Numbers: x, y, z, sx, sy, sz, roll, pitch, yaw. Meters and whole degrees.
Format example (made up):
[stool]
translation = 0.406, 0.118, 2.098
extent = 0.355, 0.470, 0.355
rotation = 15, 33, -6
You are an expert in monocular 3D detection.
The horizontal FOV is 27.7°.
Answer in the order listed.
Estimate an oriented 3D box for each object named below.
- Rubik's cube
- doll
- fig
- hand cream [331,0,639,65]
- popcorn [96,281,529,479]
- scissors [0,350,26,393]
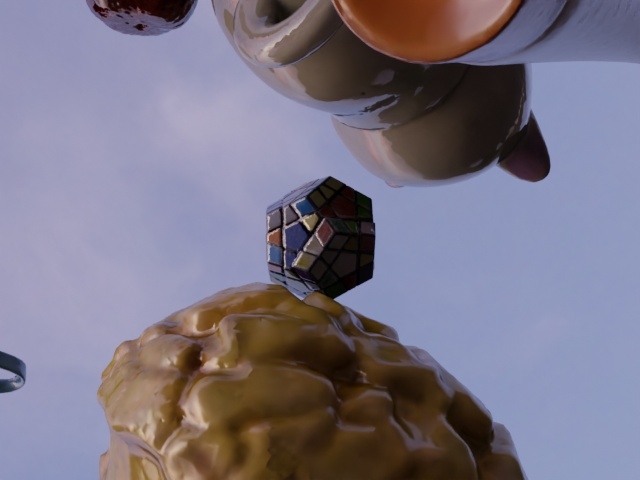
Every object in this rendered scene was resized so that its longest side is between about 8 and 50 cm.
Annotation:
[Rubik's cube]
translation = 0.000, 0.000, 1.109
extent = 0.111, 0.093, 0.111
rotation = -15, -58, -25
[doll]
translation = 0.053, -0.186, 1.136
extent = 0.370, 0.215, 0.226
rotation = 29, -119, -52
[fig]
translation = -0.179, -0.275, 1.339
extent = 0.119, 0.153, 0.119
rotation = 3, -42, 3
[hand cream]
translation = 0.102, -0.139, 0.598
extent = 0.089, 0.140, 0.314
rotation = -31, -7, 29
[popcorn]
translation = -0.006, 0.225, 1.056
extent = 0.354, 0.344, 0.390
rotation = -6, -90, -5
[scissors]
translation = -0.381, 0.097, 1.219
extent = 0.125, 0.030, 0.256
rotation = -10, -29, 13
